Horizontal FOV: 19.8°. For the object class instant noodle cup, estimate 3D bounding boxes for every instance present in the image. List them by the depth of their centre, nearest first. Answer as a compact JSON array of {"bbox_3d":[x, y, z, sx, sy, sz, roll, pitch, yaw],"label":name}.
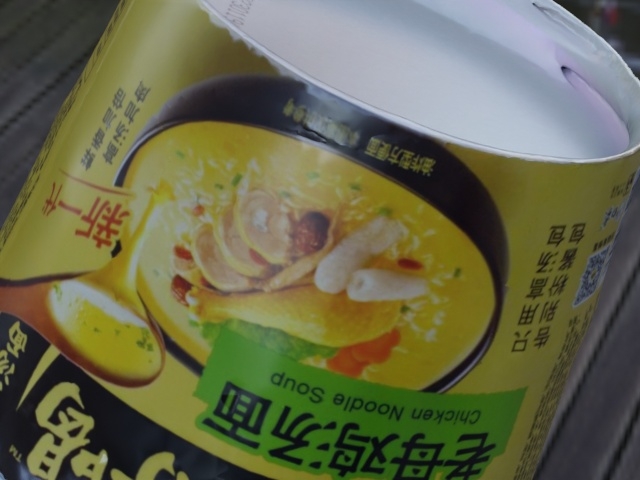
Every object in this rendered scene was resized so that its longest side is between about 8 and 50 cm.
[{"bbox_3d":[0.000,0.000,0.416,0.151,0.122,0.151,21,26,-10],"label":"instant noodle cup"}]
